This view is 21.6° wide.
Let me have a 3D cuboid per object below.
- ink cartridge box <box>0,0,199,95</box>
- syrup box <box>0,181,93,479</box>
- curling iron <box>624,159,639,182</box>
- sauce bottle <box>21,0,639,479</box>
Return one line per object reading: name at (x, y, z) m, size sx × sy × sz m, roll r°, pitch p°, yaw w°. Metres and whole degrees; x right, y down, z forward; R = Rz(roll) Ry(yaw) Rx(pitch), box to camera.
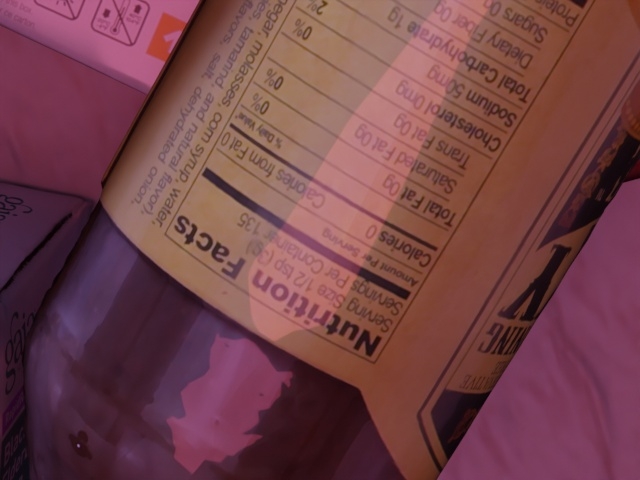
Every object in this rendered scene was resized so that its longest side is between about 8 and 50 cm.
ink cartridge box at (-0.080, -0.167, 0.419) m, size 0.206 × 0.045 × 0.208 m, roll 26°, pitch 108°, yaw -1°
syrup box at (-0.195, 0.022, 0.494) m, size 0.236 × 0.093 × 0.096 m, roll 12°, pitch 113°, yaw 5°
curling iron at (0.068, -0.013, 0.465) m, size 0.274 × 0.035 × 0.068 m, roll -3°, pitch 111°, yaw 11°
sauce bottle at (0.000, 0.000, 0.409) m, size 0.111 × 0.111 × 0.344 m, roll 30°, pitch 103°, yaw -3°
